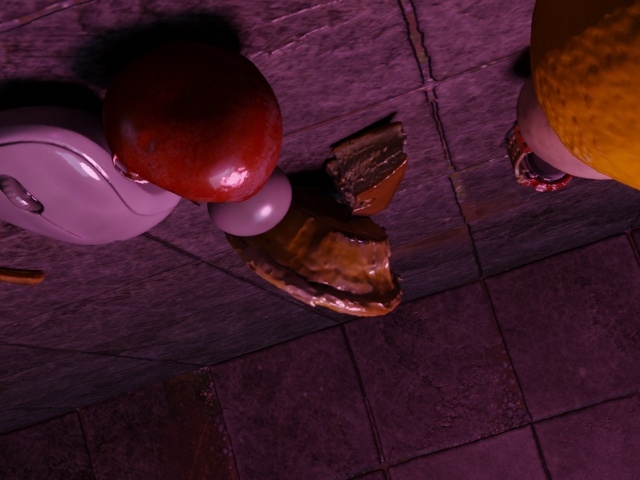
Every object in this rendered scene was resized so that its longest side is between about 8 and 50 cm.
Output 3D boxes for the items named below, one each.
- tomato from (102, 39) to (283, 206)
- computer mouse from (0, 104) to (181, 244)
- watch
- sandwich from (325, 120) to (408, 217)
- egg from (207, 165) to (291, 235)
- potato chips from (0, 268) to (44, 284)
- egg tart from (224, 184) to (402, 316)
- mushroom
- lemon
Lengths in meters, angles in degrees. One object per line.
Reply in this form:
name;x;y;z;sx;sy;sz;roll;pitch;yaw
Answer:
tomato;-0.122;-0.120;0.931;0.187;0.151;0.187;12;-164;-3
computer mouse;-0.267;-0.058;1.024;0.184;0.121;0.297;-7;174;18
watch;0.391;-0.172;1.524;0.164;0.102;0.268;-15;160;1
sandwich;0.065;-0.096;1.392;0.088;0.090;0.244;-17;168;-12
egg;-0.099;-0.058;1.307;0.103;0.103;0.135;-4;165;-46
potato chips;-0.490;0.050;1.447;0.037;0.026;0.204;-33;164;10
egg tart;0.000;0.000;1.465;0.315;0.315;0.120;0;121;-52
mushroom;0.382;-0.186;1.218;0.246;0.202;0.246;-2;-151;1
lemon;0.357;-0.192;0.865;0.336;0.336;0.336;-16;167;-4
